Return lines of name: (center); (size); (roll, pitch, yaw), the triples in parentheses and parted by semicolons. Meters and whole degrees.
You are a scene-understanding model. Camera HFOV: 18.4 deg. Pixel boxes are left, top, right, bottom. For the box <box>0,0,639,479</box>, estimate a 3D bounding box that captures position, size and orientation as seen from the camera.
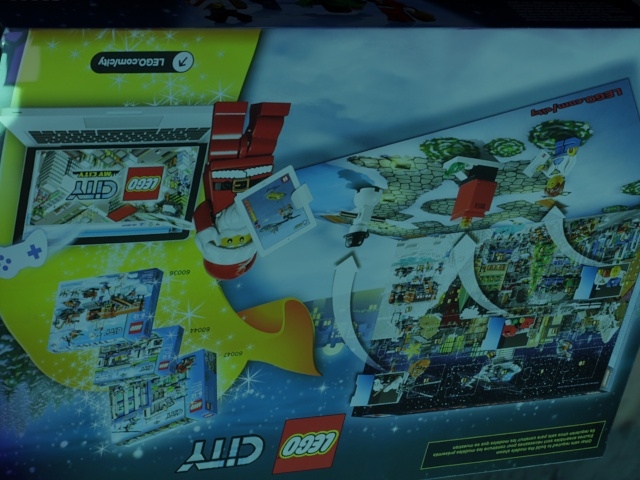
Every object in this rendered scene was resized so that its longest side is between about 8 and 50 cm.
box: (0.000, 0.000, 0.578); (0.233, 0.044, 0.159); (-3, 123, -29)
